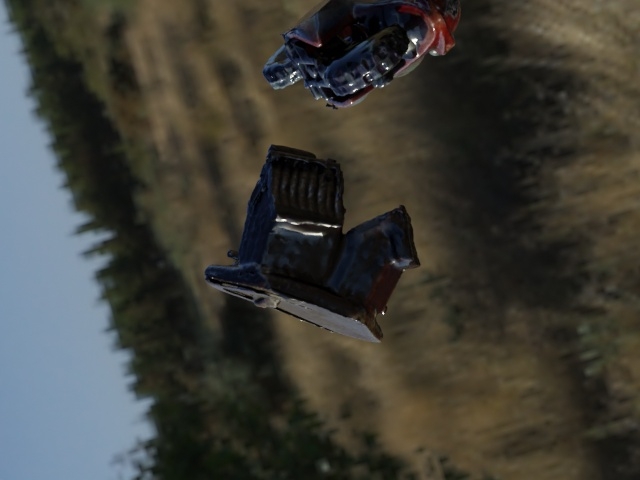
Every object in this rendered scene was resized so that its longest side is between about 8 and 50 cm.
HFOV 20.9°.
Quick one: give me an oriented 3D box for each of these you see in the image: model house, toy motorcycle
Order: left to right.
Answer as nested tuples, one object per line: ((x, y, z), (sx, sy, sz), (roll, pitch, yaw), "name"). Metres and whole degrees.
((0.003, 0.003, 1.819), (0.141, 0.203, 0.164), (161, 130, -75), "model house")
((0.029, -0.155, 1.297), (0.082, 0.122, 0.213), (62, 165, -16), "toy motorcycle")
